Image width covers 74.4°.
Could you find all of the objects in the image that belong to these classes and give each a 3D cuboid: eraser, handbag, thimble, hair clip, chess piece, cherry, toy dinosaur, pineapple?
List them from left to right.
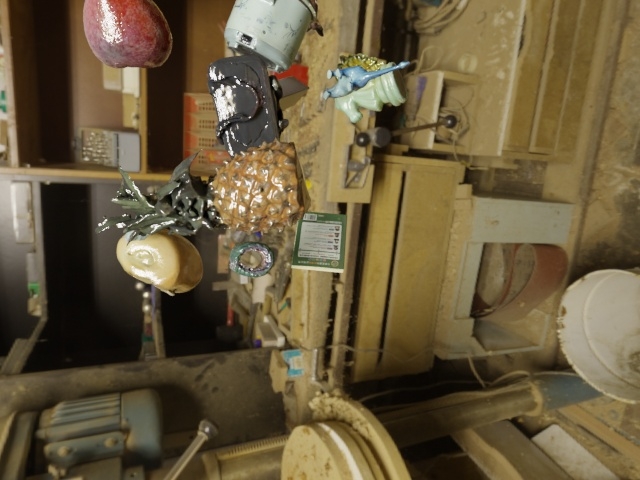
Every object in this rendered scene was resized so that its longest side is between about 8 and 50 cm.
[{"bbox_3d":[-0.552,-0.617,1.208,0.206,0.240,0.239,-66,-8,-60],"label":"cherry"},{"bbox_3d":[-0.203,-0.070,0.718,0.165,0.365,0.165,-10,-90,-87],"label":"pineapple"},{"bbox_3d":[-0.181,-0.323,1.062,0.181,0.181,0.254,-151,50,-77],"label":"handbag"},{"bbox_3d":[-0.223,0.059,1.367,0.090,0.135,0.118,173,105,-66],"label":"thimble"},{"bbox_3d":[-0.169,-0.513,1.516,0.077,0.352,0.111,49,126,-4],"label":"eraser"},{"bbox_3d":[-0.038,-0.945,1.730,0.173,0.069,0.300,69,-168,-61],"label":"hair clip"},{"bbox_3d":[0.079,-0.452,1.190,0.329,0.144,0.076,-2,107,47],"label":"toy dinosaur"},{"bbox_3d":[0.196,-0.603,1.756,0.298,0.176,0.175,-14,75,29],"label":"chess piece"}]

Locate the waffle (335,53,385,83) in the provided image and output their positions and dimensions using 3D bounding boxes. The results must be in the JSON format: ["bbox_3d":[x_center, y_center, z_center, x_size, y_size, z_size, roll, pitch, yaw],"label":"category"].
[{"bbox_3d":[0.169,-0.716,1.849,0.054,0.224,0.204,-69,-14,-45],"label":"waffle"}]

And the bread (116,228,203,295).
[{"bbox_3d":[-0.722,0.080,1.957,0.253,0.348,0.376,-60,-9,-10],"label":"bread"}]

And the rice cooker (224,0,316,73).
[{"bbox_3d":[-0.166,-0.736,1.407,0.316,0.264,0.316,-59,-12,-21],"label":"rice cooker"}]

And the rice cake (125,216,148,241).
[{"bbox_3d":[-0.701,-0.053,1.659,0.226,0.085,0.040,-34,63,45],"label":"rice cake"}]

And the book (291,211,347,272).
[{"bbox_3d":[0.000,0.000,1.664,0.027,0.202,0.264,94,-179,-56],"label":"book"}]
